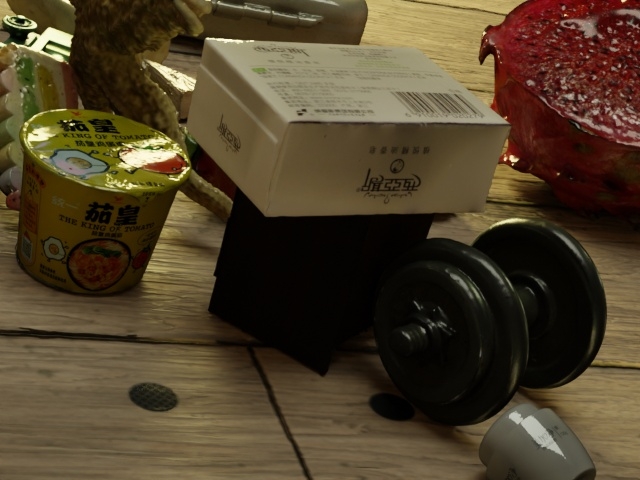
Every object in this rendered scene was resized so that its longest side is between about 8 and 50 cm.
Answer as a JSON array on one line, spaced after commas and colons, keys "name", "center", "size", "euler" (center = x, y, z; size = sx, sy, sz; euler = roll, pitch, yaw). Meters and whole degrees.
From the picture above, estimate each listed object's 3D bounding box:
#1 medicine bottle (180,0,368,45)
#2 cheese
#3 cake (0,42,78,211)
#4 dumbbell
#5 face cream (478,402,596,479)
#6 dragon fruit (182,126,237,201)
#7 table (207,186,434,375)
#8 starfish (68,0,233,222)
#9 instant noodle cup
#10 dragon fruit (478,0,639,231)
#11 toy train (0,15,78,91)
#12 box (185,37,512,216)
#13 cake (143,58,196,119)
[{"name": "medicine bottle", "center": [-0.121, -0.389, 2.419], "size": [0.375, 0.123, 0.282], "euler": [7, 29, -15]}, {"name": "cheese", "center": [-0.330, -0.317, 2.201], "size": [0.159, 0.093, 0.263], "euler": [-14, 40, -40]}, {"name": "cake", "center": [-0.321, -0.125, 1.751], "size": [0.109, 0.090, 0.225], "euler": [12, 42, -44]}, {"name": "dumbbell", "center": [0.174, 0.079, 1.588], "size": [0.290, 0.192, 0.192], "euler": [-13, 38, -45]}, {"name": "face cream", "center": [0.205, 0.209, 1.460], "size": [0.091, 0.091, 0.095], "euler": [-13, 45, -44]}, {"name": "dragon fruit", "center": [-0.041, -0.122, 1.885], "size": [0.268, 0.130, 0.295], "euler": [-31, 51, -21]}, {"name": "table", "center": [0.000, 0.000, 1.640], "size": [0.172, 0.193, 0.169], "euler": [27, 29, 23]}, {"name": "starfish", "center": [-0.207, -0.180, 1.742], "size": [0.082, 0.324, 0.432], "euler": [-26, 31, -25]}, {"name": "instant noodle cup", "center": [-0.241, -0.035, 1.633], "size": [0.182, 0.144, 0.182], "euler": [14, 26, -7]}, {"name": "dragon fruit", "center": [0.398, -0.175, 2.161], "size": [0.386, 0.249, 0.371], "euler": [14, 42, 5]}, {"name": "toy train", "center": [-0.374, -0.224, 2.005], "size": [0.132, 0.083, 0.200], "euler": [18, 27, -3]}, {"name": "box", "center": [0.026, -0.113, 1.531], "size": [0.260, 0.111, 0.194], "euler": [-3, 31, -29]}, {"name": "cake", "center": [-0.205, -0.208, 2.103], "size": [0.065, 0.052, 0.121], "euler": [-17, 40, -40]}]
